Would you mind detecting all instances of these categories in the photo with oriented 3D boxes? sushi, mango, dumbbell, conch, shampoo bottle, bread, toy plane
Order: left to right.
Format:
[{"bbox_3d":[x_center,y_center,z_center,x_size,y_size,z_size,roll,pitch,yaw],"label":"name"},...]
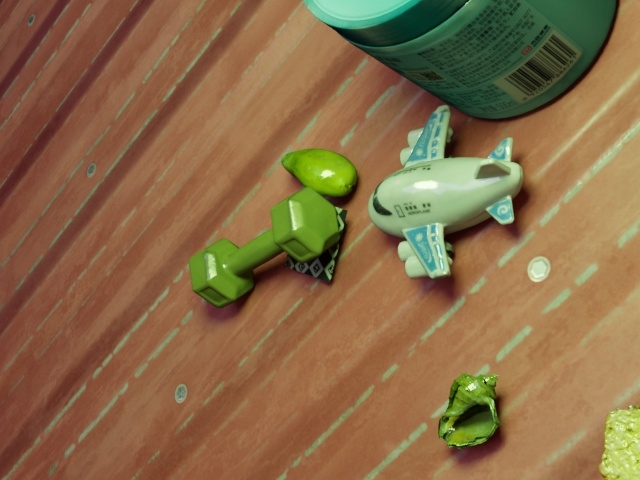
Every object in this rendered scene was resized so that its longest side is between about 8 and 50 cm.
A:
[{"bbox_3d":[-0.100,0.016,1.573,0.302,0.121,0.108,-30,32,40],"label":"dumbbell"},{"bbox_3d":[-0.005,-0.122,1.575,0.165,0.091,0.074,27,104,44],"label":"mango"},{"bbox_3d":[0.000,0.000,1.570,0.120,0.026,0.126,19,96,46],"label":"sushi"},{"bbox_3d":[0.178,-0.069,1.365,0.266,0.122,0.267,-20,61,40],"label":"toy plane"},{"bbox_3d":[0.197,-0.374,1.306,0.331,0.342,0.331,-18,62,38],"label":"shampoo bottle"},{"bbox_3d":[0.204,0.230,1.255,0.121,0.074,0.089,-54,36,8],"label":"conch"},{"bbox_3d":[0.415,0.241,1.065,0.187,0.065,0.103,-15,63,40],"label":"bread"}]
